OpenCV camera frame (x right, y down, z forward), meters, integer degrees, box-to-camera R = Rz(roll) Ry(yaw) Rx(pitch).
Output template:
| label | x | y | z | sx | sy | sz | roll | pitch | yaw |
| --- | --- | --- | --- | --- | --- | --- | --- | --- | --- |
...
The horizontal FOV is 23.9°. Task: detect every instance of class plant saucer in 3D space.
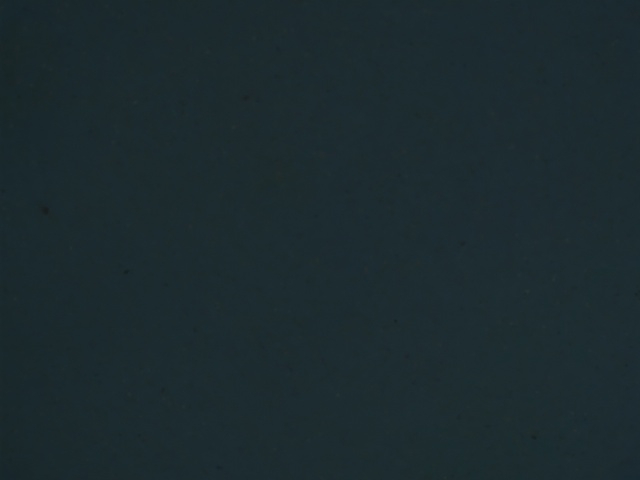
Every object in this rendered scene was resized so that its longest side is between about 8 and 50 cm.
| label | x | y | z | sx | sy | sz | roll | pitch | yaw |
| --- | --- | --- | --- | --- | --- | --- | --- | --- | --- |
| plant saucer | 0.000 | 0.000 | 0.418 | 0.318 | 0.044 | 0.317 | 0 | -74 | 0 |
